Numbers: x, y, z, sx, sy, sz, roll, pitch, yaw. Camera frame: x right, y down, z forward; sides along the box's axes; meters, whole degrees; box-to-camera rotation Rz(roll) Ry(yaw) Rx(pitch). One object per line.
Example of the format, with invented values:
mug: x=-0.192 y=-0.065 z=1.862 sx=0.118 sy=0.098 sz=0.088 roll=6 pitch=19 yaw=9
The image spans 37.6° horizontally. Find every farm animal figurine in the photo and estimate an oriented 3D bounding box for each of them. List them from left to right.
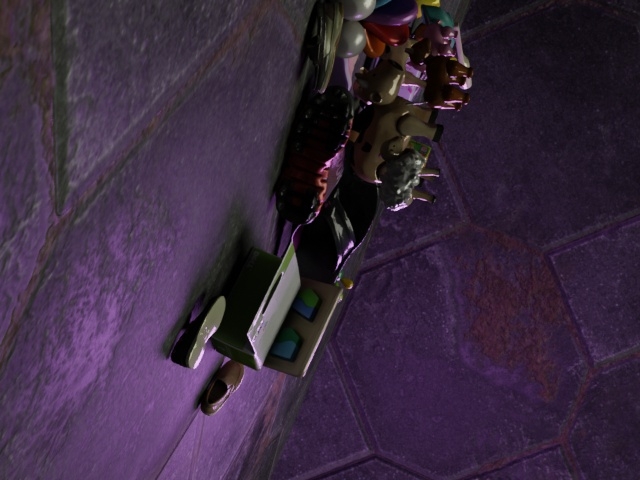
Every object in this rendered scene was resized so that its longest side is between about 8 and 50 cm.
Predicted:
farm animal figurine: x=0.129 y=-0.243 z=1.679 sx=0.330 sy=0.172 sz=0.327 roll=-112 pitch=-144 yaw=-73

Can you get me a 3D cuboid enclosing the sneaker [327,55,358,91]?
sneaker: x=0.046 y=-0.324 z=1.713 sx=0.070 sy=0.051 sz=0.134 roll=-58 pitch=164 yaw=-25

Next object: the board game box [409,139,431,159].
board game box: x=0.184 y=-0.228 z=2.411 sx=0.092 sy=0.181 sz=0.043 roll=103 pitch=13 yaw=-51

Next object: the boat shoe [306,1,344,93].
boat shoe: x=0.001 y=-0.307 z=1.488 sx=0.056 sy=0.049 sz=0.152 roll=-89 pitch=-170 yaw=-58

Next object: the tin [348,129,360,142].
tin: x=0.047 y=-0.197 z=1.891 sx=0.189 sy=0.106 sz=0.040 roll=35 pitch=70 yaw=-83

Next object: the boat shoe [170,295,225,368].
boat shoe: x=-0.192 y=0.140 z=1.488 sx=0.133 sy=0.042 sz=0.049 roll=-63 pitch=151 yaw=-28

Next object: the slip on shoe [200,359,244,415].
slip on shoe: x=-0.192 y=0.283 z=1.857 sx=0.135 sy=0.051 sz=0.041 roll=-52 pitch=167 yaw=-35

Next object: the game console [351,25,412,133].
game console: x=0.111 y=-0.312 z=2.114 sx=0.361 sy=0.044 sz=0.213 roll=-66 pitch=173 yaw=27

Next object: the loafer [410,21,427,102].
loafer: x=0.256 y=-0.466 z=2.566 sx=0.084 sy=0.096 sz=0.268 roll=-51 pitch=165 yaw=-44

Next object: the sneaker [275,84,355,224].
sneaker: x=0.000 y=-0.165 z=1.690 sx=0.135 sy=0.097 sz=0.276 roll=-54 pitch=167 yaw=-56

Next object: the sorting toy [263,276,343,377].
sorting toy: x=-0.076 y=0.152 z=1.816 sx=0.038 sy=0.208 sz=0.193 roll=47 pitch=62 yaw=-47

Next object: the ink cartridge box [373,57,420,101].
ink cartridge box: x=0.179 y=-0.392 z=2.200 sx=0.062 sy=0.104 sz=0.181 roll=-58 pitch=168 yaw=-47

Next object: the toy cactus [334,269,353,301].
toy cactus: x=0.024 y=0.024 z=2.031 sx=0.180 sy=0.112 sz=0.219 roll=137 pitch=-51 yaw=-62

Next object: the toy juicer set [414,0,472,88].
toy juicer set: x=0.267 y=-0.438 z=2.138 sx=0.329 sy=0.089 sz=0.209 roll=-103 pitch=175 yaw=-59

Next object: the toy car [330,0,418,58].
toy car: x=0.092 y=-0.382 z=1.552 sx=0.182 sy=0.136 sz=0.159 roll=104 pitch=12 yaw=-48

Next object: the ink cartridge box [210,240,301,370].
ink cartridge box: x=-0.118 y=0.104 z=1.676 sx=0.255 sy=0.097 sz=0.189 roll=86 pitch=28 yaw=-69

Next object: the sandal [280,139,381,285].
sandal: x=0.002 y=0.002 z=1.883 sx=0.107 sy=0.167 sz=0.446 roll=-67 pitch=176 yaw=-55
